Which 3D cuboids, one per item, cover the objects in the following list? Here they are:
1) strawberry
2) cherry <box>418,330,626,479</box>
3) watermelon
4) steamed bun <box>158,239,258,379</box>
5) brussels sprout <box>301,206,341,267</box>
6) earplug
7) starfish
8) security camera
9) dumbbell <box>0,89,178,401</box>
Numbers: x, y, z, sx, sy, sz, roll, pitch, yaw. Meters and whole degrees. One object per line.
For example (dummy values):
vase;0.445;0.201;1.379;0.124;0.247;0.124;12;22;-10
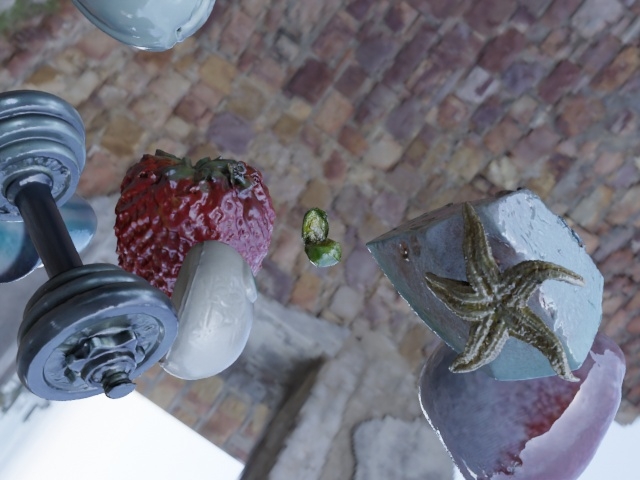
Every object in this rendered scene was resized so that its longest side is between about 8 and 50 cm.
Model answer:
strawberry;-0.225;0.017;1.886;0.267;0.312;0.351;15;-81;54
cherry;0.330;0.265;1.751;0.291;0.326;0.335;26;94;-53
watermelon;0.245;0.024;1.473;0.228;0.387;0.258;-38;142;-19
steamed bun;-0.170;0.111;1.622;0.177;0.131;0.228;122;-18;-52
brussels sprout;-0.001;0.000;1.378;0.051;0.046;0.083;-44;-133;33
earplug;-0.505;-0.030;1.893;0.185;0.185;0.324;-53;171;12
starfish;0.230;0.084;1.346;0.062;0.277;0.236;-16;159;-50
security camera;-0.146;-0.327;1.082;0.277;0.191;0.197;-40;173;9
dumbbell;-0.293;0.001;1.129;0.179;0.406;0.179;-23;151;-14
